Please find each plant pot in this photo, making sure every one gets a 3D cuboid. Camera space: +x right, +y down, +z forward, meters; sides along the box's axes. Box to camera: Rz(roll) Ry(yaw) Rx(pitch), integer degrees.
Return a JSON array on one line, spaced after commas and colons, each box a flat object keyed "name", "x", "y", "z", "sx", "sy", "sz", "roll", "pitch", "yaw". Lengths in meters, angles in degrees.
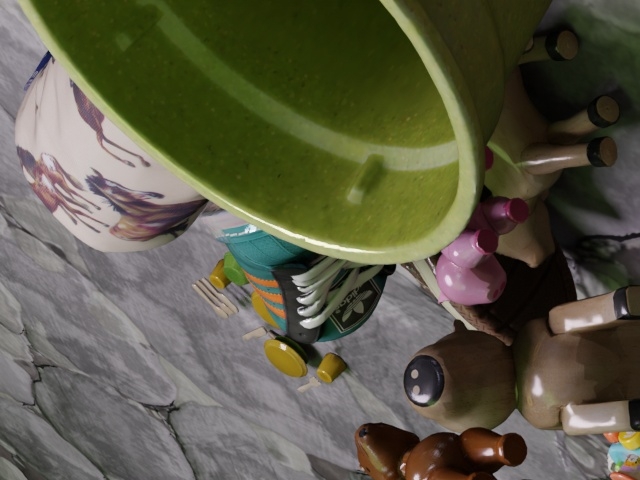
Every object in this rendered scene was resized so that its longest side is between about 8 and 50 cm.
[{"name": "plant pot", "x": 0.024, "y": -0.174, "z": 0.884, "sx": 0.276, "sy": 0.254, "sz": 0.276, "roll": 30, "pitch": 154, "yaw": 17}]

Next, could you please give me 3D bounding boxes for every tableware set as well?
[{"name": "tableware set", "x": -0.041, "y": 0.071, "z": 1.648, "sx": 0.154, "sy": 0.024, "sz": 0.104, "roll": 45, "pitch": 151, "yaw": -8}]

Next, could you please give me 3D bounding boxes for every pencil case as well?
[{"name": "pencil case", "x": -0.082, "y": -0.136, "z": 1.169, "sx": 0.160, "sy": 0.183, "sz": 0.410, "roll": 10, "pitch": 159, "yaw": -17}]

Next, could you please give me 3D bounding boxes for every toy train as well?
[{"name": "toy train", "x": 0.279, "y": 0.201, "z": 1.393, "sx": 0.166, "sy": 0.046, "sz": 0.125, "roll": 26, "pitch": 151, "yaw": 26}]

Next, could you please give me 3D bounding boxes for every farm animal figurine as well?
[{"name": "farm animal figurine", "x": 0.144, "y": 0.055, "z": 1.151, "sx": 0.327, "sy": 0.330, "sz": 0.172, "roll": 20, "pitch": 161, "yaw": -27}]

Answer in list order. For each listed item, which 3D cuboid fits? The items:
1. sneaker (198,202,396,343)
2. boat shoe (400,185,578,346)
[{"name": "sneaker", "x": 0.000, "y": 0.000, "z": 1.147, "sx": 0.121, "sy": 0.108, "sz": 0.302, "roll": 52, "pitch": 178, "yaw": -1}, {"name": "boat shoe", "x": 0.076, "y": -0.022, "z": 1.268, "sx": 0.257, "sy": 0.095, "sz": 0.095, "roll": 52, "pitch": 162, "yaw": -4}]
